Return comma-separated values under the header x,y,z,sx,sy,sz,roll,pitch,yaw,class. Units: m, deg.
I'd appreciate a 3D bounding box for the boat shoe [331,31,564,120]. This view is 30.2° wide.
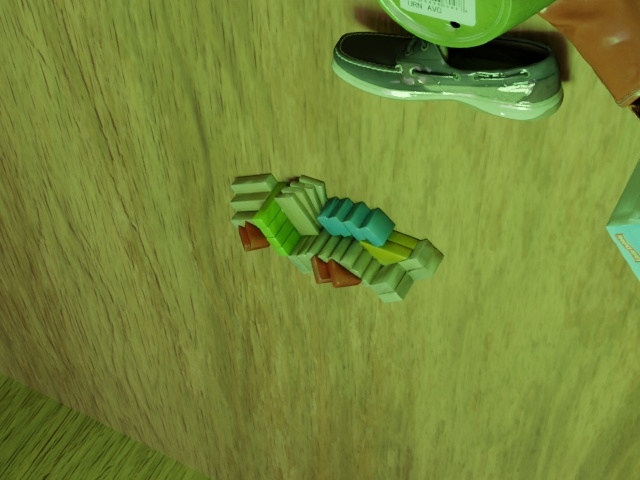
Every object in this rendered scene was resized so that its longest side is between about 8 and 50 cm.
x,y,z,sx,sy,sz,roll,pitch,yaw,class
0.148,-0.216,1.402,0.285,0.103,0.092,16,140,20,boat shoe

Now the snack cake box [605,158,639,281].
x,y,z,sx,sy,sz,roll,pitch,yaw,class
0.453,0.019,1.391,0.089,0.152,0.264,-7,131,47,snack cake box

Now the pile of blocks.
x,y,z,sx,sy,sz,roll,pitch,yaw,class
0.000,0.000,1.820,0.362,0.112,0.149,17,145,25,pile of blocks

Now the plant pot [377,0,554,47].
x,y,z,sx,sy,sz,roll,pitch,yaw,class
0.166,-0.314,1.054,0.275,0.293,0.274,23,148,16,plant pot

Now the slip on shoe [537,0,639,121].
x,y,z,sx,sy,sz,roll,pitch,yaw,class
0.337,-0.195,1.251,0.331,0.101,0.123,38,151,-5,slip on shoe
